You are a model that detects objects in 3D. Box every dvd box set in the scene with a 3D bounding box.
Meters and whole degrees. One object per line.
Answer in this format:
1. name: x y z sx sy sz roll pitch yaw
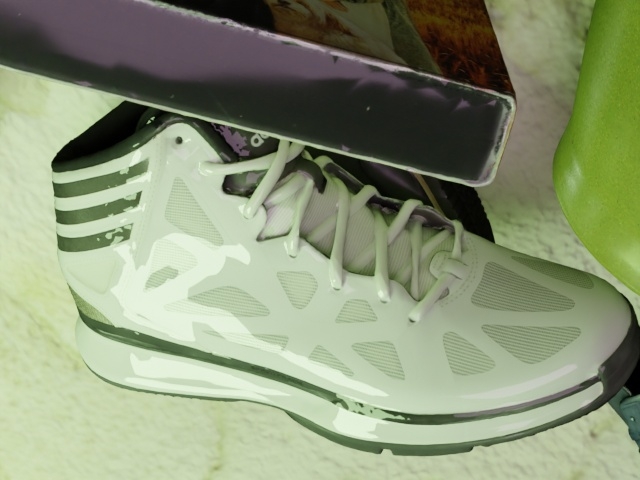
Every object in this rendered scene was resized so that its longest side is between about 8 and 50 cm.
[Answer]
1. dvd box set: -0.054 -0.180 1.107 0.308 0.420 0.062 14 116 -9

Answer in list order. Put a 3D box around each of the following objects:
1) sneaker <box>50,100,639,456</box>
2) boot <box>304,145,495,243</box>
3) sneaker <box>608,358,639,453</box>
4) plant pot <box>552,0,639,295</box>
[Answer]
1. sneaker: -0.001 0.001 1.288 0.447 0.169 0.257 4 132 19
2. boot: 0.034 -0.036 1.401 0.137 0.077 0.198 -30 105 21
3. sneaker: 0.291 0.149 1.484 0.148 0.131 0.350 3 115 5
4. plant pot: 0.330 -0.132 1.215 0.366 0.366 0.353 16 131 -10
